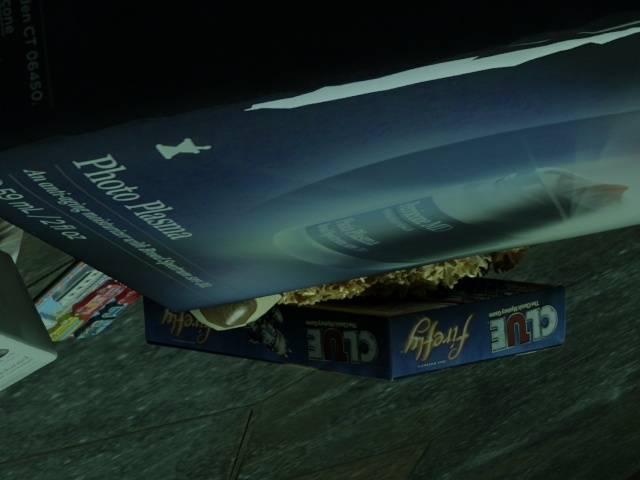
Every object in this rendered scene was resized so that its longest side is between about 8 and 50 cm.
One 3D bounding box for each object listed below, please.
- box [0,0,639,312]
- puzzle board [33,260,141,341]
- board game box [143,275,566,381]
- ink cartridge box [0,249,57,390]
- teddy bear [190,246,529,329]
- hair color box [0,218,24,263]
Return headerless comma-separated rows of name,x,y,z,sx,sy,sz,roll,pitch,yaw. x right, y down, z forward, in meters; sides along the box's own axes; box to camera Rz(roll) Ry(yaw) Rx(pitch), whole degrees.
box,0.024,-0.099,0.765,0.294,0.182,0.296,-12,166,12
puzzle board,-0.154,0.037,1.317,0.096,0.011,0.128,-5,152,-50
board game box,0.020,0.050,1.293,0.165,0.042,0.243,-8,-171,-42
ink cartridge box,-0.199,0.037,0.813,0.104,0.060,0.180,-30,162,8
teddy bear,0.000,0.000,1.182,0.245,0.113,0.338,7,-179,16
hair color box,-0.300,-0.006,0.825,0.347,0.105,0.174,-20,162,-23
